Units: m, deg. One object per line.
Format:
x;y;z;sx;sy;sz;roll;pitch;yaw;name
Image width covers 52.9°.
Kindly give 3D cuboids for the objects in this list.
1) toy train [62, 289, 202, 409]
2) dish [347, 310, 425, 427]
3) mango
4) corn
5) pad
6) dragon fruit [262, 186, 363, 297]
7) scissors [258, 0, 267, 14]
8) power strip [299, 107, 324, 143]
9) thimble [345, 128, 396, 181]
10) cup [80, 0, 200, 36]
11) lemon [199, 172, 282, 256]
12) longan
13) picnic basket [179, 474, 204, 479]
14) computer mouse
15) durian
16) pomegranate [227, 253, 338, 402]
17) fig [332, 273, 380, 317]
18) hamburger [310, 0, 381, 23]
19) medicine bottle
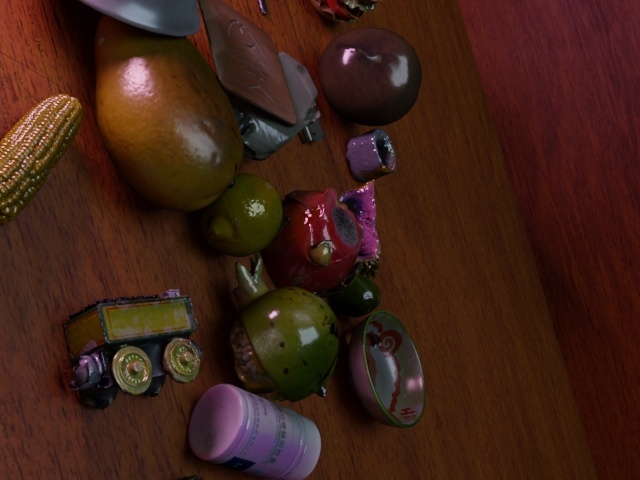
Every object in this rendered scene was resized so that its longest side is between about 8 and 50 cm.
-0.333;0.194;1.155;0.260;0.134;0.178;-1;68;-56;toy train
0.160;0.366;1.790;0.324;0.124;0.324;37;41;-41;dish
-0.323;-0.272;1.298;0.301;0.220;0.445;-23;82;-50;mango
-0.496;-0.150;1.094;0.102;0.102;0.313;47;42;-33;corn
-0.165;-0.418;1.474;0.286;0.018;0.284;18;51;-57;pad
0.000;0.000;1.650;0.290;0.189;0.291;26;57;-47;dragon fruit
-0.185;-0.757;1.865;0.088;0.017;0.220;-6;82;-56;scissors
-0.061;-0.409;1.875;0.092;0.034;0.268;-30;101;-55;power strip
0.162;-0.270;2.058;0.127;0.117;0.151;5;71;-54;thimble
-0.366;-0.562;1.251;0.347;0.163;0.347;24;30;-15;cup
-0.172;-0.061;1.441;0.184;0.184;0.248;63;26;-15;lemon
0.152;-0.505;1.987;0.319;0.318;0.319;27;55;-47;longan
-0.273;0.519;1.164;0.193;0.054;0.110;-36;107;-55;picnic basket
-0.150;-0.333;1.613;0.228;0.145;0.429;52;36;-12;computer mouse
0.105;-0.009;1.865;0.186;0.153;0.261;68;16;-51;durian
-0.092;0.193;1.406;0.260;0.260;0.341;-25;89;-56;pomegranate
0.087;0.137;1.792;0.123;0.123;0.156;4;45;-54;fig
0.068;-0.839;2.082;0.274;0.212;0.275;16;68;-44;hamburger
-0.130;0.404;1.329;0.254;0.152;0.152;35;49;-41;medicine bottle
